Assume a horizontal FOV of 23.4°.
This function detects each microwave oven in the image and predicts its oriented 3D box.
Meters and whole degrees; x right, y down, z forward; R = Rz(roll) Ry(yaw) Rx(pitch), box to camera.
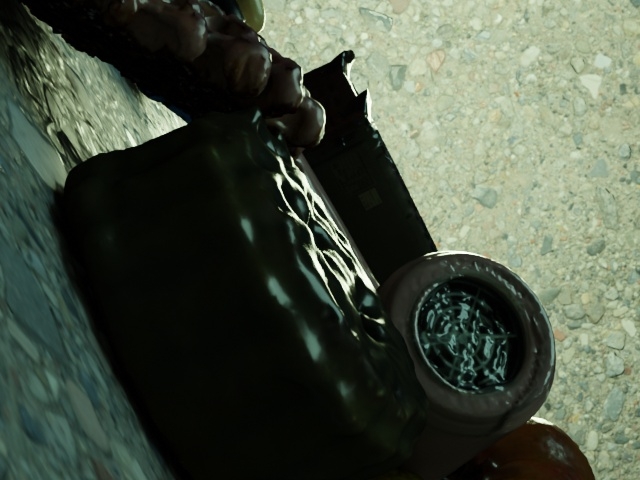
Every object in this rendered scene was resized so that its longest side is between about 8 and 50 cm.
[{"bbox_3d":[0.003,0.003,1.246,0.247,0.178,0.188,62,6,-22],"label":"microwave oven"}]

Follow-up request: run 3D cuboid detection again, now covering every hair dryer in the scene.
[{"bbox_3d":[0.000,0.000,1.034,0.352,0.125,0.210,59,-29,10],"label":"hair dryer"}]

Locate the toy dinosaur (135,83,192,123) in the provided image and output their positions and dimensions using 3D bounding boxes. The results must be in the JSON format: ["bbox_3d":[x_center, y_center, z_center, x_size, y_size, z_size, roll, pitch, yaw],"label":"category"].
[{"bbox_3d":[-0.145,-0.183,1.320,0.329,0.076,0.144,58,12,-32],"label":"toy dinosaur"}]

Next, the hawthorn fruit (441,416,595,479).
[{"bbox_3d":[0.134,0.262,1.192,0.207,0.207,0.243,-112,179,-57],"label":"hawthorn fruit"}]

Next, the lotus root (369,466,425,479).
[{"bbox_3d":[0.038,0.208,0.913,0.108,0.094,0.191,27,23,-18],"label":"lotus root"}]

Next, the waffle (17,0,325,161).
[{"bbox_3d":[-0.096,-0.120,0.924,0.234,0.055,0.221,32,-5,13],"label":"waffle"}]

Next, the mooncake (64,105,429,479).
[{"bbox_3d":[-0.036,0.036,0.820,0.228,0.124,0.228,62,5,-9],"label":"mooncake"}]

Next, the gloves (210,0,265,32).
[{"bbox_3d":[-0.138,-0.321,1.450,0.301,0.197,0.152,61,14,-12],"label":"gloves"}]
